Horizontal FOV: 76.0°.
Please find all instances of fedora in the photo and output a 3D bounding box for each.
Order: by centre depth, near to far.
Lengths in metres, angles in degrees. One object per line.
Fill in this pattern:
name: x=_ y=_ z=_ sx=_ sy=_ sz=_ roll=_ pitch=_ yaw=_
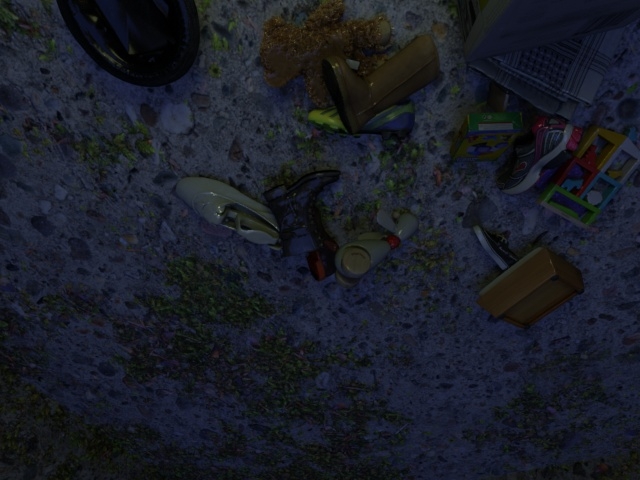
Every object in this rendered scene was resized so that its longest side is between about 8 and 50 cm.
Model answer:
fedora: x=-0.421 y=-0.541 z=0.948 sx=0.334 sy=0.152 sz=0.334 roll=1 pitch=128 yaw=1

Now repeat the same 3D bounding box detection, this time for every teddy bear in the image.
teddy bear: x=0.020 y=-0.466 z=1.020 sx=0.338 sy=0.113 sz=0.245 roll=-17 pitch=130 yaw=6

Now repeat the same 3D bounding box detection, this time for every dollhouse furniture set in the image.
dollhouse furniture set: x=0.518 y=-0.399 z=1.014 sx=0.151 sy=0.123 sz=0.144 roll=-1 pitch=125 yaw=4

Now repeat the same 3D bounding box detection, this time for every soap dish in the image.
soap dish: x=0.712 y=0.173 z=1.383 sx=0.229 sy=0.118 sz=0.291 roll=24 pitch=123 yaw=-30

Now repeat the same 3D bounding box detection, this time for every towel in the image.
towel: x=0.534 y=-0.473 z=0.934 sx=0.312 sy=0.056 sz=0.324 roll=22 pitch=99 yaw=-12

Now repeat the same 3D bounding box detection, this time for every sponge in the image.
sponge: x=0.740 y=-0.155 z=1.230 sx=0.210 sy=0.031 sz=0.117 roll=40 pitch=117 yaw=-21

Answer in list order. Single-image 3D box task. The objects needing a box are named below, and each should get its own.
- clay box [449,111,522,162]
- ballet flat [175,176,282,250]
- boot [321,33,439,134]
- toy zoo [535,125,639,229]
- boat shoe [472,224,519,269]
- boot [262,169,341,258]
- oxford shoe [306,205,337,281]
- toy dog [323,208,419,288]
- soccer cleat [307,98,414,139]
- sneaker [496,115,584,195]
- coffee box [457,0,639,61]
clay box: x=0.426 y=-0.260 z=1.082 sx=0.128 sy=0.053 sz=0.222 roll=-1 pitch=167 yaw=6
ballet flat: x=-0.266 y=-0.079 z=1.279 sx=0.400 sy=0.139 sz=0.139 roll=23 pitch=123 yaw=-13
boot: x=0.148 y=-0.404 z=0.969 sx=0.270 sy=0.089 sz=0.236 roll=-35 pitch=152 yaw=0
toy zoo: x=0.783 y=-0.192 z=1.171 sx=0.192 sy=0.030 sz=0.293 roll=23 pitch=111 yaw=-16
boat shoe: x=0.572 y=0.011 z=1.333 sx=0.070 sy=0.077 sz=0.219 roll=-35 pitch=124 yaw=25
boot: x=-0.032 y=-0.078 z=1.238 sx=0.263 sy=0.091 sz=0.228 roll=-20 pitch=103 yaw=6
oxford shoe: x=0.000 y=0.000 z=1.362 sx=0.098 sy=0.097 sz=0.271 roll=-21 pitch=120 yaw=-24
toy dog: x=0.141 y=0.002 z=1.261 sx=0.161 sy=0.334 sz=0.220 roll=47 pitch=135 yaw=11
soccer cleat: x=0.111 y=-0.343 z=1.115 sx=0.289 sy=0.093 sz=0.121 roll=6 pitch=95 yaw=4
sneaker: x=0.558 y=-0.227 z=1.096 sx=0.112 sy=0.120 sz=0.299 roll=28 pitch=158 yaw=4
coffee box: x=0.435 y=-0.563 z=0.711 sx=0.338 sy=0.338 sz=0.334 roll=-9 pitch=96 yaw=9
